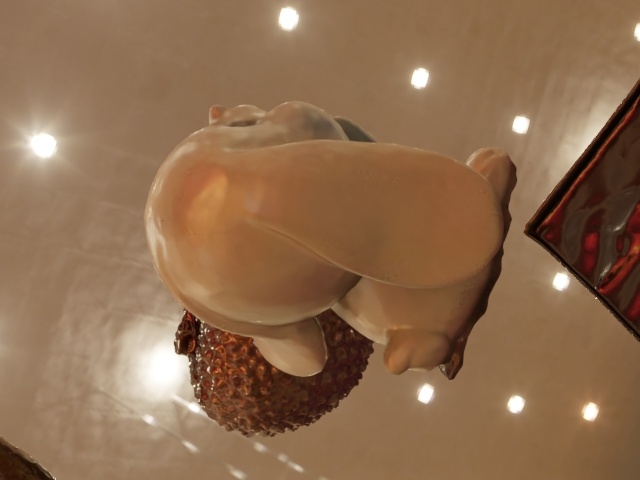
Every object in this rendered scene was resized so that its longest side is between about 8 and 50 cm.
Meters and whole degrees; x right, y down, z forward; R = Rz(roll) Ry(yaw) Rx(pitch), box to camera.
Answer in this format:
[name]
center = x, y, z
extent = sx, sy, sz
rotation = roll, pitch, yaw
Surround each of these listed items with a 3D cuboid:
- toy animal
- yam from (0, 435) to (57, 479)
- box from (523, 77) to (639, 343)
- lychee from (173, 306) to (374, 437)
[toy animal]
center = 0.004, 0.011, 0.938
extent = 0.289, 0.174, 0.249
rotation = 4, -38, -14
[yam]
center = -0.383, 0.336, 1.643
extent = 0.253, 0.061, 0.061
rotation = 43, -109, -17
[box]
center = 0.426, -0.041, 1.211
extent = 0.204, 0.251, 0.345
rotation = 24, -72, -38
[lychee]
center = -0.064, 0.133, 1.684
extent = 0.300, 0.300, 0.300
rotation = -23, -58, -41
